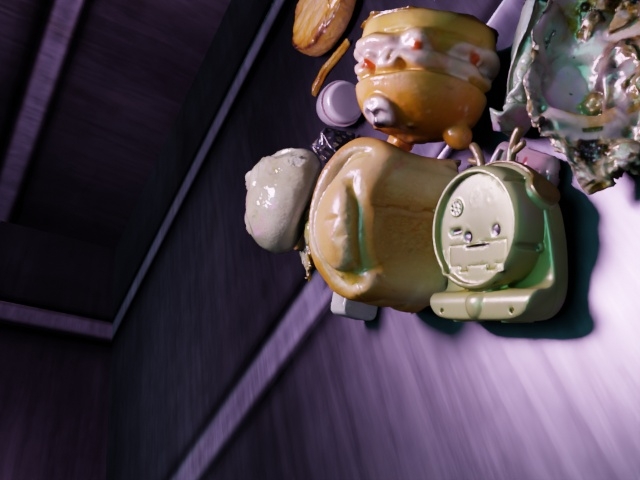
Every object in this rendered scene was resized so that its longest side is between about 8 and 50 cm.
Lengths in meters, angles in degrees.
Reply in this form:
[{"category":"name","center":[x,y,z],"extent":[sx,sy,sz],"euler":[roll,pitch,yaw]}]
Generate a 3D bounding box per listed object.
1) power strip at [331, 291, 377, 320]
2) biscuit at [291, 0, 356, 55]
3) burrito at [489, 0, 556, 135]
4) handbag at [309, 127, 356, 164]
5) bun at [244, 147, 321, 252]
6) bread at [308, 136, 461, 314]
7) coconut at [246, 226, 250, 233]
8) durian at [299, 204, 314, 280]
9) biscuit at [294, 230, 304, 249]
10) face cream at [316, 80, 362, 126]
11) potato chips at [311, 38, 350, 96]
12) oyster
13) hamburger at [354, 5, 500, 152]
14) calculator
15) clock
[{"category":"power strip","center":[0.106,-0.021,1.414],"extent":[0.062,0.091,0.386],"euler":[-5,71,59]},{"category":"biscuit","center":[0.018,-0.691,1.936],"extent":[0.296,0.101,0.297],"euler":[-32,51,53]},{"category":"burrito","center":[0.352,-0.288,1.103],"extent":[0.089,0.144,0.229],"euler":[15,97,18]},{"category":"handbag","center":[0.056,-0.209,1.613],"extent":[0.072,0.115,0.139],"euler":[-53,51,33]},{"category":"bun","center":[-0.110,-0.109,1.639],"extent":[0.283,0.179,0.284],"euler":[18,-90,-85]},{"category":"bread","center":[0.113,-0.024,1.236],"extent":[0.211,0.270,0.316],"euler":[156,120,-73]},{"category":"coconut","center":[-0.150,-0.068,1.886],"extent":[0.116,0.116,0.122],"euler":[5,83,62]},{"category":"durian","center":[0.000,0.000,1.578],"extent":[0.146,0.102,0.208],"euler":[-53,-24,-89]},{"category":"biscuit","center":[-0.052,-0.043,1.790],"extent":[0.118,0.023,0.140],"euler":[25,98,62]},{"category":"face cream","center":[0.049,-0.348,1.673],"extent":[0.104,0.117,0.117],"euler":[178,107,-70]},{"category":"potato chips","center":[0.028,-0.506,1.896],"extent":[0.204,0.026,0.037],"euler":[-49,39,37]},{"category":"oyster","center":[0.407,-0.232,0.979],"extent":[0.201,0.107,0.355],"euler":[6,73,27]},{"category":"hamburger","center":[0.189,-0.288,1.234],"extent":[0.276,0.276,0.237],"euler":[3,83,62]},{"category":"calculator","center":[0.336,-0.109,1.101],"extent":[0.175,0.032,0.100],"euler":[40,112,60]},{"category":"clock","center":[0.275,-0.023,1.050],"extent":[0.235,0.096,0.308],"euler":[-13,74,61]}]
